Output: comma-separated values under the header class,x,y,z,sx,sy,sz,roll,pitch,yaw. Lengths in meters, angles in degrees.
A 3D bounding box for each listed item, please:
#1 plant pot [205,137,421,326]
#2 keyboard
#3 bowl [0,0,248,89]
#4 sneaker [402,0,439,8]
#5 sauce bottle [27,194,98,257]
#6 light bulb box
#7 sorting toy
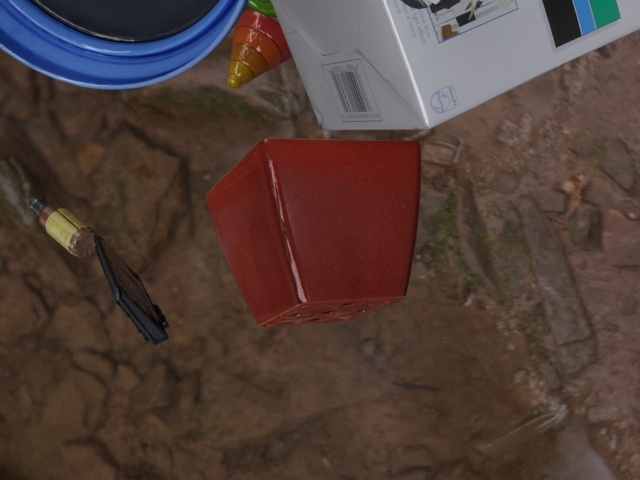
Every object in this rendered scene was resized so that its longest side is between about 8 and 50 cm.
class,x,y,z,sx,sy,sz,roll,pitch,yaw
plant pot,0.000,0.000,1.500,0.267,0.267,0.235,-32,63,60
keyboard,-0.205,0.061,1.060,0.023,0.108,0.180,-40,28,-2
bowl,-0.239,-0.348,0.990,0.391,0.077,0.391,9,124,13
sneaker,0.133,-0.340,1.006,0.071,0.083,0.190,28,122,2
sauce bottle,-0.331,-0.022,1.236,0.128,0.042,0.042,35,104,39
light bulb box,0.176,-0.319,1.309,0.225,0.361,0.358,68,163,-14
sorting toy,-0.117,-0.364,1.581,0.127,0.365,0.126,28,68,8
